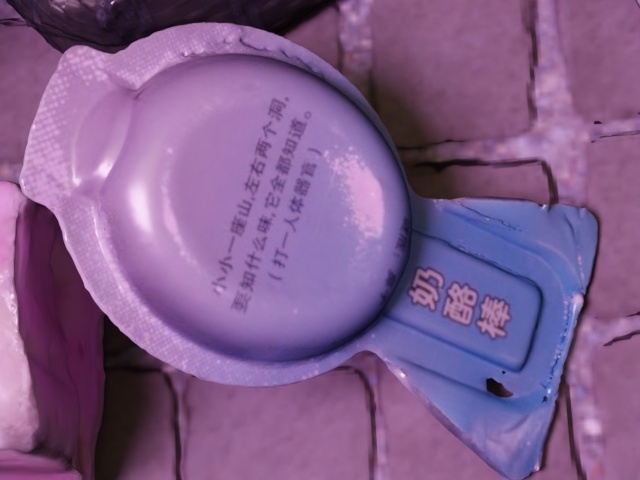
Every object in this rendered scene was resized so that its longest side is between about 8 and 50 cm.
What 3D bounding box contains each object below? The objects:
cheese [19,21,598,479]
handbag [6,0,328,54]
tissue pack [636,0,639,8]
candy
[{"bbox_3d":[0.000,0.000,0.760,0.245,0.052,0.135,24,75,-25],"label":"cheese"},{"bbox_3d":[-0.041,-0.180,0.863,0.270,0.088,0.175,-32,64,-2],"label":"handbag"},{"bbox_3d":[0.259,-0.090,0.763,0.228,0.128,0.311,-26,73,-2],"label":"tissue pack"},{"bbox_3d":[-0.220,0.047,0.777,0.265,0.155,0.115,-1,71,7],"label":"candy"}]
